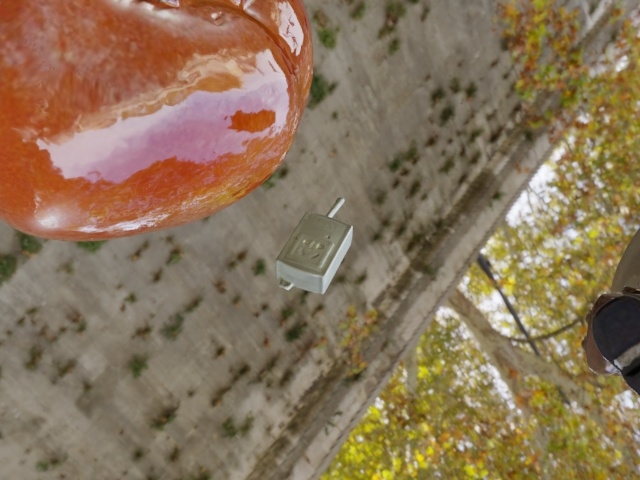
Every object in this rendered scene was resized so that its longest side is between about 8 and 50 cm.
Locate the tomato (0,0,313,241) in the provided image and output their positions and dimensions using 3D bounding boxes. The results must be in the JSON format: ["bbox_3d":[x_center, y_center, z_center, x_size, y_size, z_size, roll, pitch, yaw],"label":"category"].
[{"bbox_3d":[-0.183,-0.158,0.661,0.273,0.341,0.341,-45,-162,40],"label":"tomato"}]

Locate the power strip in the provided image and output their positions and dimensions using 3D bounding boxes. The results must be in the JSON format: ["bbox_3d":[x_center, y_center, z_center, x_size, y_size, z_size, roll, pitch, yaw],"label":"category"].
[{"bbox_3d":[0.000,0.000,1.076,0.075,0.042,0.175,17,-132,13],"label":"power strip"}]

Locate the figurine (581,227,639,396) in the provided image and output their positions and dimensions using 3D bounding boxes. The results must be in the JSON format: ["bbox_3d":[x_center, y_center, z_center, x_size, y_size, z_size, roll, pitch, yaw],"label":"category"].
[{"bbox_3d":[0.353,0.081,0.678,0.185,0.204,0.332,-41,173,27],"label":"figurine"}]
